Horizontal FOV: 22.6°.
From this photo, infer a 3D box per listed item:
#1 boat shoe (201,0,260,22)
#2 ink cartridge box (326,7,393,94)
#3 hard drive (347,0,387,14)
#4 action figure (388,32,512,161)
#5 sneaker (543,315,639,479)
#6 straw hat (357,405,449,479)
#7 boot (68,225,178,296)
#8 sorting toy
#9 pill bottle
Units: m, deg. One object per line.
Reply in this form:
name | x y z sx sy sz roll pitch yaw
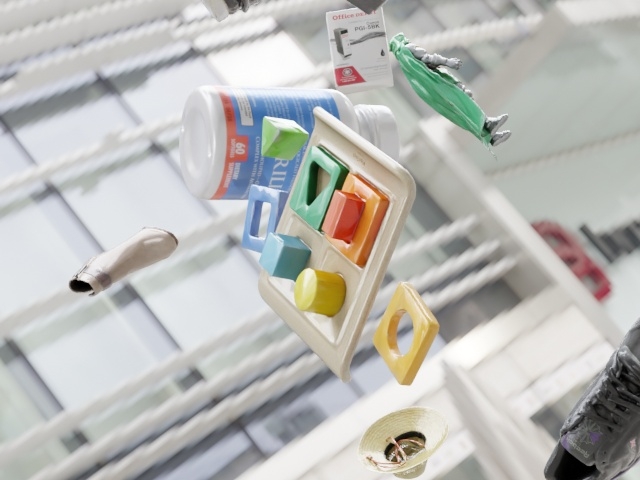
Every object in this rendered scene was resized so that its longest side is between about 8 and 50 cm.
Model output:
boat shoe | -0.152 -0.389 1.735 0.095 0.335 0.112 -30 -12 -8
ink cartridge box | 0.066 -0.326 2.732 0.099 0.135 0.056 -9 -12 2
hard drive | 0.151 -0.421 1.826 0.339 0.064 0.237 -36 24 59
action figure | 0.177 -0.221 2.293 0.063 0.232 0.137 -40 -26 -10
sneaker | 0.322 0.184 1.695 0.124 0.107 0.283 -31 -28 -34
straw hat | 0.124 0.306 2.289 0.144 0.144 0.061 -33 -60 -22
boot | -0.210 0.027 1.686 0.087 0.042 0.118 -40 15 -35
sorting toy | 0.000 0.000 1.386 0.047 0.348 0.196 7 -71 -30
pill bottle | -0.032 -0.105 1.739 0.221 0.124 0.124 -1 -34 -23
